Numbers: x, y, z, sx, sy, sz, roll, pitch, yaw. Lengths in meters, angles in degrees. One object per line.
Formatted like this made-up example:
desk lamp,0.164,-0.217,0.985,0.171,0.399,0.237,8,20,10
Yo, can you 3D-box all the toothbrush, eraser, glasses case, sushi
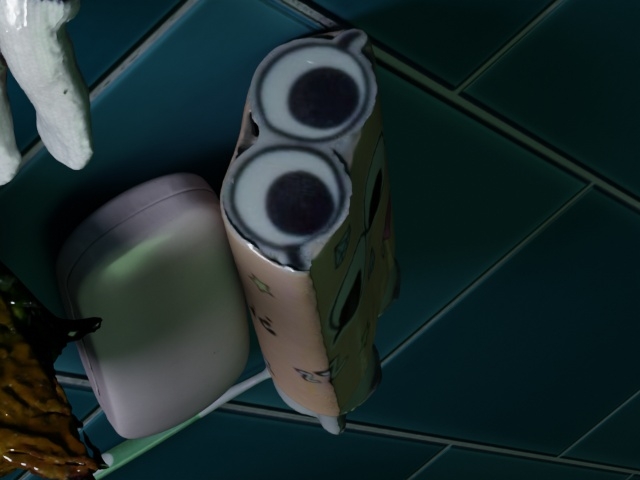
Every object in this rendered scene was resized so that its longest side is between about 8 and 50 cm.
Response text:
toothbrush,-0.116,0.146,1.551,0.257,0.018,0.024,-30,154,-13
eraser,0.000,0.000,1.284,0.290,0.087,0.171,80,24,-65
glasses case,-0.108,0.050,1.302,0.113,0.075,0.297,-31,156,-14
sushi,-0.203,0.065,1.100,0.140,0.149,0.287,13,171,-31

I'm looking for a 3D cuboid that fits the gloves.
gloves,-0.135,-0.120,0.880,0.218,0.140,0.131,-25,139,9
